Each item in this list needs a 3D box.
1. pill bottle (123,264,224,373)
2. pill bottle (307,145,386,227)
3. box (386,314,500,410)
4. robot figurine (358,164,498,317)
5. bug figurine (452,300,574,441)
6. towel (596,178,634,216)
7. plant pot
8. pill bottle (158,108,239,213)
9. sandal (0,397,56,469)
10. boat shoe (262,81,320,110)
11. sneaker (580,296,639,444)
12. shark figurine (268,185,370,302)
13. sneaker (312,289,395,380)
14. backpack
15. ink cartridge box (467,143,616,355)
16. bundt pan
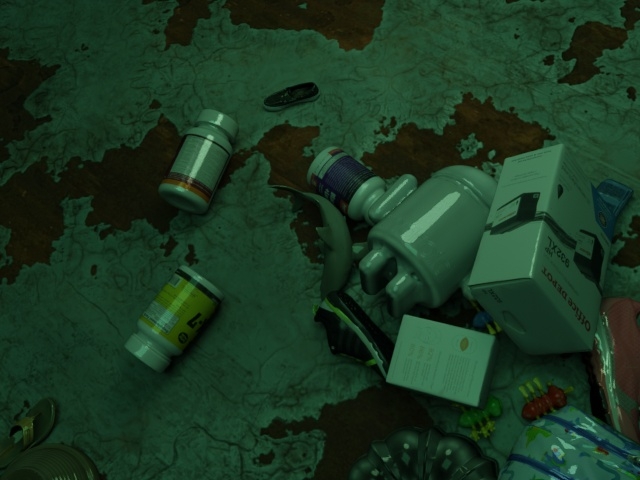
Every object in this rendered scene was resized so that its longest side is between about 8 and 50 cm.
[{"bbox_3d":[-0.308,0.166,1.570,0.119,0.119,0.208,31,77,24],"label":"pill bottle"},{"bbox_3d":[0.072,-0.109,1.605,0.193,0.108,0.108,39,80,26],"label":"pill bottle"},{"bbox_3d":[0.223,0.221,1.354,0.170,0.091,0.130,12,78,22],"label":"box"},{"bbox_3d":[0.234,-0.009,1.455,0.353,0.200,0.300,-42,67,-16],"label":"robot figurine"},{"bbox_3d":[0.328,0.240,1.404,0.216,0.072,0.279,-27,67,8],"label":"bug figurine"},{"bbox_3d":[0.569,-0.071,1.499,0.067,0.029,0.119,32,69,25],"label":"towel"},{"bbox_3d":[-0.564,0.516,1.483,0.237,0.110,0.237,-5,64,11],"label":"plant pot"},{"bbox_3d":[-0.274,-0.182,1.717,0.121,0.121,0.221,15,70,20],"label":"pill bottle"},{"bbox_3d":[-0.630,0.408,1.580,0.180,0.049,0.072,-44,64,-8],"label":"sandal"},{"bbox_3d":[-0.073,-0.348,1.787,0.142,0.040,0.049,-13,64,8],"label":"boat shoe"},{"bbox_3d":[0.546,0.237,1.327,0.136,0.116,0.313,-8,65,9],"label":"sneaker"},{"bbox_3d":[0.004,-0.029,1.561,0.166,0.116,0.278,-34,66,25],"label":"shark figurine"},{"bbox_3d":[0.070,0.205,1.496,0.097,0.084,0.234,-48,61,17],"label":"sneaker"},{"bbox_3d":[0.455,0.425,1.168,0.356,0.290,0.273,14,72,21],"label":"backpack"},{"bbox_3d":[0.406,0.019,1.345,0.129,0.223,0.307,-13,42,44],"label":"ink cartridge box"},{"bbox_3d":[0.178,0.477,1.307,0.331,0.124,0.330,-6,64,12],"label":"bundt pan"}]
